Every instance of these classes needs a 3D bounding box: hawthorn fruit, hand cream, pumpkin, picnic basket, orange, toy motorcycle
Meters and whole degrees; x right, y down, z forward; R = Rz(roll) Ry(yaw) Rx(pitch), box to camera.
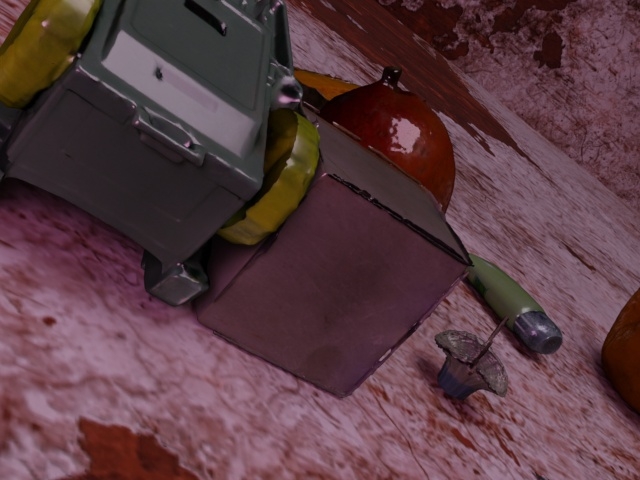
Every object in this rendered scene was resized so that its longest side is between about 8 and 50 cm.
[{"bbox_3d":[0.054,-0.072,0.886,0.169,0.188,0.169,20,13,-5],"label":"hawthorn fruit"},{"bbox_3d":[0.229,0.071,1.140,0.095,0.046,0.175,18,24,-47],"label":"hand cream"},{"bbox_3d":[0.017,-0.148,1.138,0.163,0.111,0.278,28,20,9],"label":"pumpkin"},{"bbox_3d":[0.140,0.108,0.834,0.083,0.083,0.065,43,25,12],"label":"picnic basket"},{"bbox_3d":[0.503,0.143,1.224,0.183,0.249,0.249,36,19,2],"label":"orange"},{"bbox_3d":[-0.127,-0.119,0.664,0.191,0.200,0.326,33,32,-25],"label":"toy motorcycle"}]

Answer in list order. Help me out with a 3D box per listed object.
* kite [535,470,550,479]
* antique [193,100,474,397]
[{"bbox_3d":[0.283,0.289,0.826,0.241,0.014,0.183,39,19,-4],"label":"kite"},{"bbox_3d":[0.000,0.000,0.691,0.146,0.152,0.148,32,20,-28],"label":"antique"}]
